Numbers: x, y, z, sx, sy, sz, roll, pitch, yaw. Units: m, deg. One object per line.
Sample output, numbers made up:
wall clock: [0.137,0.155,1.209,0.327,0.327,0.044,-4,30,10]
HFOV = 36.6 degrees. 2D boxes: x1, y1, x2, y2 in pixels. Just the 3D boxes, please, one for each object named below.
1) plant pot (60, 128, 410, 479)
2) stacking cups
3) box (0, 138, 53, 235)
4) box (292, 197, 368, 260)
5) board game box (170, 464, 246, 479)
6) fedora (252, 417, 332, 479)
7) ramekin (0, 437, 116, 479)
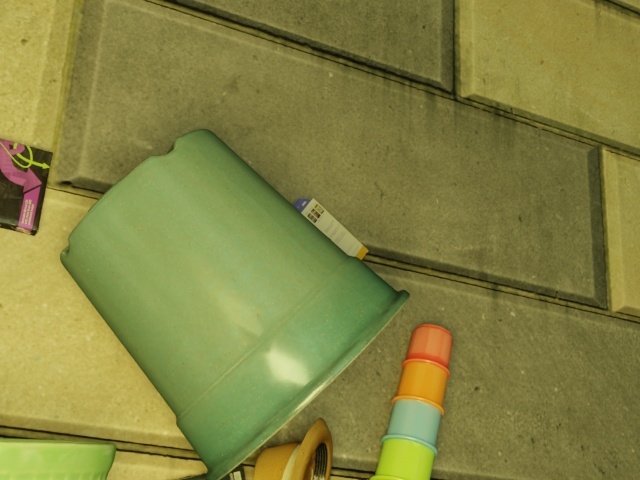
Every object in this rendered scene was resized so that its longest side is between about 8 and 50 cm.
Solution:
plant pot: [-0.122,0.062,1.219,0.334,0.341,0.341,48,57,3]
stacking cups: [0.140,0.278,1.420,0.096,0.096,0.316,30,58,-17]
box: [-0.436,-0.080,1.249,0.162,0.029,0.116,14,67,-24]
box: [0.000,0.000,1.468,0.136,0.028,0.081,43,58,-7]
board game box: [-0.142,0.396,1.251,0.126,0.026,0.186,-5,76,-30]
fedora: [-0.044,0.321,1.281,0.079,0.194,0.194,9,62,16]
ramekin: [-0.371,0.282,1.008,0.303,0.303,0.148,8,77,-27]
